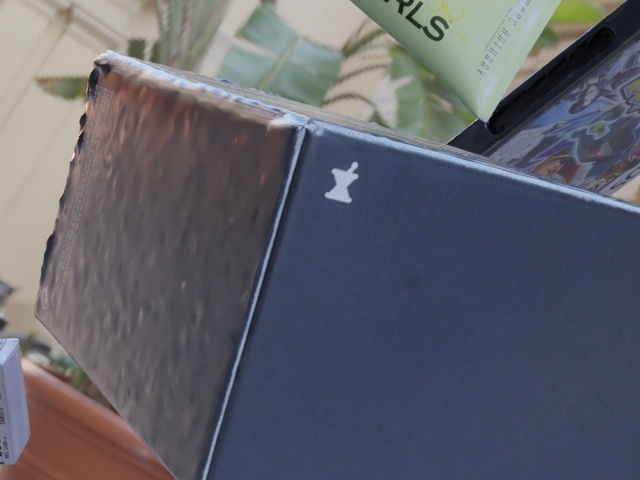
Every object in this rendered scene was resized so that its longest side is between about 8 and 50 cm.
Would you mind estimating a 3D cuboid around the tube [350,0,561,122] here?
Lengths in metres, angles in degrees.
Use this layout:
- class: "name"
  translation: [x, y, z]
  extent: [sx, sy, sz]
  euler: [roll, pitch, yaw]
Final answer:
- class: "tube"
  translation: [0.031, -0.164, 0.675]
  extent: [0.240, 0.062, 0.070]
  euler: [32, -48, -27]

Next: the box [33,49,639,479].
- class: "box"
  translation: [0.031, 0.028, 0.694]
  extent: [0.296, 0.183, 0.294]
  euler: [12, 6, -28]

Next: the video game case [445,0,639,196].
- class: "video game case"
  translation: [0.248, -0.105, 1.081]
  extent: [0.275, 0.248, 0.035]
  euler: [13, 44, -58]

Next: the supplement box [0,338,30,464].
- class: "supplement box"
  translation: [-0.460, 0.182, 1.416]
  extent: [0.239, 0.130, 0.073]
  euler: [-1, 21, 4]
